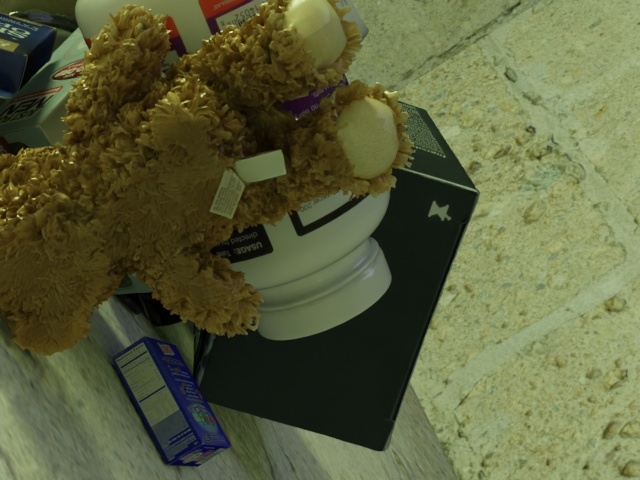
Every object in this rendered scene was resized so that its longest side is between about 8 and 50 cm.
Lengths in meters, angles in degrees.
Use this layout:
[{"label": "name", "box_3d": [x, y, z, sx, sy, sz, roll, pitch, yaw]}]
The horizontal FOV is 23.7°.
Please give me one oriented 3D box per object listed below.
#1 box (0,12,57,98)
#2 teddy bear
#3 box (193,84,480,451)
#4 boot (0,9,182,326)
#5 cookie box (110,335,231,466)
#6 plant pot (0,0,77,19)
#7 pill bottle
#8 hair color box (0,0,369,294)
[{"label": "box", "box_3d": [-0.289, -0.160, 1.202, 0.136, 0.037, 0.225, 16, 14, -7]}, {"label": "teddy bear", "box_3d": [-0.100, -0.054, 1.111, 0.245, 0.338, 0.113, 43, 7, -21]}, {"label": "box", "box_3d": [0.000, 0.000, 1.664, 0.211, 0.294, 0.395, 17, 14, -10]}, {"label": "boot", "box_3d": [-0.206, -0.061, 1.457, 0.338, 0.118, 0.223, 38, 28, -55]}, {"label": "cookie box", "box_3d": [-0.130, 0.141, 1.327, 0.107, 0.040, 0.092, 60, 6, 14]}, {"label": "plant pot", "box_3d": [-0.269, -0.288, 1.524, 0.191, 0.284, 0.284, -18, 73, -48]}, {"label": "pill bottle", "box_3d": [-0.058, -0.088, 1.238, 0.181, 0.181, 0.323, -106, 173, -72]}, {"label": "hair color box", "box_3d": [-0.125, -0.144, 1.384, 0.113, 0.374, 0.185, -6, -52, 44]}]
